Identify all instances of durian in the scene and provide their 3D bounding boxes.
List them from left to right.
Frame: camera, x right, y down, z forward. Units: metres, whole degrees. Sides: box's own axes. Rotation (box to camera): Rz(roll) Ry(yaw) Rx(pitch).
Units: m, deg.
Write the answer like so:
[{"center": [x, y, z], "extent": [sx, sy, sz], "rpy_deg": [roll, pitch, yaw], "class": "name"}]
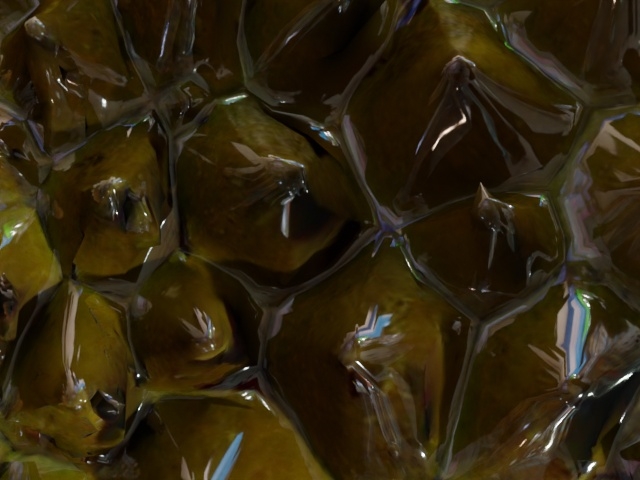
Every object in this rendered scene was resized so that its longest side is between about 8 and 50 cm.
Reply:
[{"center": [-0.005, -0.002, 0.458], "extent": [0.347, 0.347, 0.384], "rpy_deg": [23, 85, -48], "class": "durian"}]
